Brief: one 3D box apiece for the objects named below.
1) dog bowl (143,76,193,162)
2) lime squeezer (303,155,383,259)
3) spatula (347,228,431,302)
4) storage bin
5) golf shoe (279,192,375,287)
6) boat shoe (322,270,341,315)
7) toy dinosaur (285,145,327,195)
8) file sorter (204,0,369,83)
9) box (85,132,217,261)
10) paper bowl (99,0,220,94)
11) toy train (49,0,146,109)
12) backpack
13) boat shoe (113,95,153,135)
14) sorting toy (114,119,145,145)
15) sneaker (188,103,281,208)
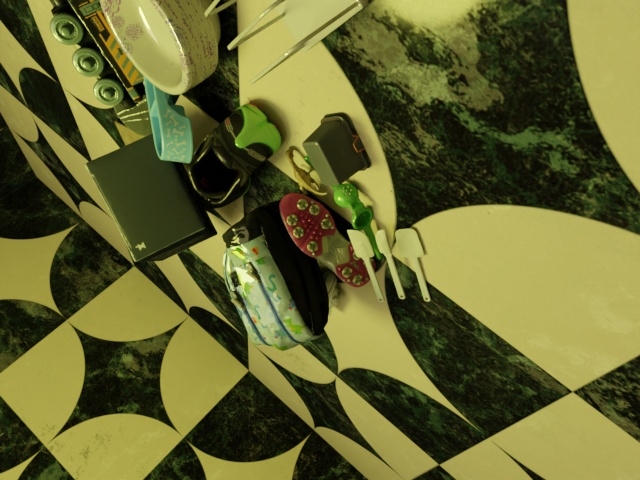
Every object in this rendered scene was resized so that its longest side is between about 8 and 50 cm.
[{"bbox_3d":[-0.386,-0.339,1.360,0.166,0.074,0.297,170,91,-66],"label":"dog bowl"},{"bbox_3d":[0.068,-0.070,1.250,0.310,0.059,0.110,52,152,-13],"label":"lime squeezer"},{"bbox_3d":[0.172,0.065,1.272,0.168,0.019,0.242,-4,129,25],"label":"spatula"},{"bbox_3d":[0.032,-0.179,1.112,0.098,0.091,0.135,8,135,51],"label":"storage bin"},{"bbox_3d":[0.000,0.000,1.355,0.306,0.115,0.140,46,171,-21],"label":"golf shoe"},{"bbox_3d":[0.028,0.161,1.624,0.076,0.083,0.226,17,151,-4],"label":"boat shoe"},{"bbox_3d":[-0.037,-0.139,1.264,0.183,0.053,0.092,55,-177,31],"label":"toy dinosaur"},{"bbox_3d":[-0.102,-0.429,0.870,0.277,0.173,0.193,55,152,-15],"label":"file sorter"},{"bbox_3d":[-0.477,-0.110,1.603,0.293,0.212,0.395,64,174,-2],"label":"box"},{"bbox_3d":[-0.328,-0.473,1.162,0.284,0.148,0.284,34,151,22],"label":"paper bowl"},{"bbox_3d":[-0.540,-0.500,1.394,0.142,0.190,0.334,-101,-12,-51],"label":"toy train"},{"bbox_3d":[-0.109,0.103,1.397,0.355,0.273,0.290,54,-164,-4],"label":"backpack"},{"bbox_3d":[-0.565,-0.456,1.592,0.118,0.103,0.320,-11,133,13],"label":"boat shoe"},{"bbox_3d":[-0.651,-0.343,1.922,0.229,0.041,0.307,30,149,29],"label":"sorting toy"},{"bbox_3d":[-0.270,-0.190,1.407,0.185,0.202,0.483,48,153,-3],"label":"sneaker"}]
